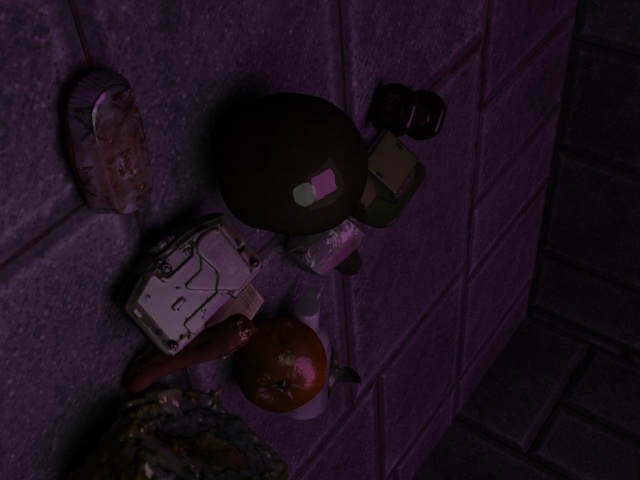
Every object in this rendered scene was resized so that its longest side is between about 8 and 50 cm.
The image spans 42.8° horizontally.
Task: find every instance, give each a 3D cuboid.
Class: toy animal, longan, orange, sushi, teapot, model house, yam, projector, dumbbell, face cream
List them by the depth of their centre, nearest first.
[{"bbox_3d":[-0.256,0.070,1.579,0.269,0.088,0.193,-45,113,-20],"label":"projector"},{"bbox_3d":[-0.053,-0.144,1.627,0.319,0.319,0.319,-41,144,-39],"label":"longan"},{"bbox_3d":[-0.290,0.483,1.672,0.240,0.351,0.396,-51,160,17],"label":"sushi"},{"bbox_3d":[0.107,-0.204,1.989,0.218,0.205,0.278,-55,143,-21],"label":"model house"},{"bbox_3d":[-0.096,0.306,1.992,0.171,0.240,0.240,-102,-153,-73],"label":"orange"},{"bbox_3d":[-0.010,-0.008,2.010,0.163,0.221,0.178,38,87,-23],"label":"teapot"},{"bbox_3d":[0.233,-0.337,2.154,0.225,0.124,0.140,-5,116,-59],"label":"dumbbell"},{"bbox_3d":[-0.045,0.296,2.161,0.145,0.145,0.369,-38,141,-42],"label":"face cream"},{"bbox_3d":[0.050,0.040,2.194,0.078,0.078,0.179,-63,149,-5],"label":"yam"},{"bbox_3d":[0.030,0.392,2.432,0.095,0.219,0.155,-19,92,-34],"label":"toy animal"}]

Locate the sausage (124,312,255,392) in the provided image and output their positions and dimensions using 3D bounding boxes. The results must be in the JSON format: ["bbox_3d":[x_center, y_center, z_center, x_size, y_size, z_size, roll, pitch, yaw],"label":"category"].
[{"bbox_3d":[-0.267,0.227,1.651,0.304,0.078,0.078,-24,155,13],"label":"sausage"}]

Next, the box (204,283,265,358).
[{"bbox_3d":[-0.231,0.135,1.753,0.168,0.095,0.212,-58,151,-18],"label":"box"}]

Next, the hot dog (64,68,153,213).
[{"bbox_3d":[-0.348,-0.153,1.340,0.144,0.075,0.268,-35,144,-37],"label":"hot dog"}]
